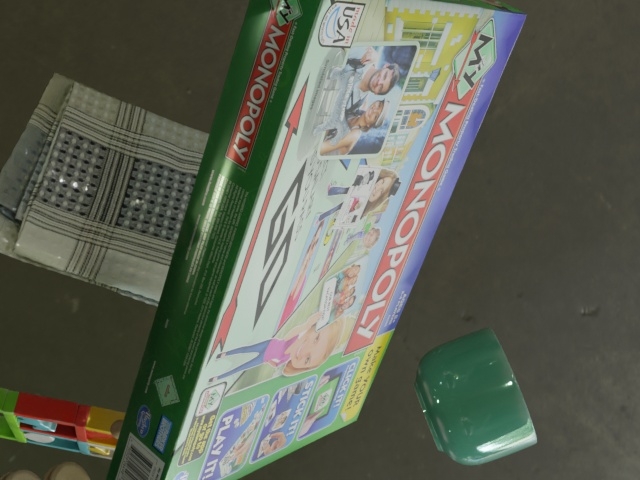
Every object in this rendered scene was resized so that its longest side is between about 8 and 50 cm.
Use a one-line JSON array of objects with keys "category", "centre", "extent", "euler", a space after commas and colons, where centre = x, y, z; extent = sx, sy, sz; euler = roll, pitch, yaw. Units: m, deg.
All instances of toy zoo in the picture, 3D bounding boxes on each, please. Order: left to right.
[{"category": "toy zoo", "centre": [-0.315, 0.251, 1.278], "extent": [0.293, 0.030, 0.192], "euler": [13, 155, -6]}]

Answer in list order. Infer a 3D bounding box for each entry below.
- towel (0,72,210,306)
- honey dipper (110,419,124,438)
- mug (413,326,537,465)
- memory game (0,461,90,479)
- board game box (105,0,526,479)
[{"category": "towel", "centre": [-0.272, -0.071, 1.345], "extent": [0.324, 0.312, 0.056], "euler": [20, 146, -12]}, {"category": "honey dipper", "centre": [-0.129, 0.218, 0.910], "extent": [0.160, 0.030, 0.030], "euler": [36, 116, -10]}, {"category": "mug", "centre": [0.159, 0.178, 1.014], "extent": [0.097, 0.129, 0.158], "euler": [-21, 112, 2]}, {"category": "memory game", "centre": [-0.138, 0.212, 0.517], "extent": [0.012, 0.186, 0.186], "euler": [-19, 103, 22]}, {"category": "board game box", "centre": [0.000, 0.000, 0.584], "extent": [0.046, 0.213, 0.317], "euler": [33, 116, 29]}]
